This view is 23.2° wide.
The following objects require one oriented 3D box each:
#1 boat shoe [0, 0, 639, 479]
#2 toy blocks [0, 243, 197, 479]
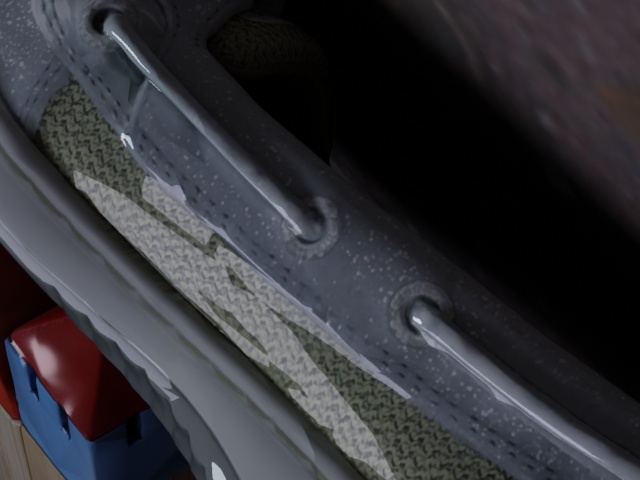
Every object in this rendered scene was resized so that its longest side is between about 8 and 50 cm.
[{"bbox_3d":[0.000,0.000,0.369,0.320,0.103,0.118,52,-174,28],"label":"boat shoe"},{"bbox_3d":[-0.122,-0.014,0.586,0.381,0.191,0.261,46,153,28],"label":"toy blocks"}]
